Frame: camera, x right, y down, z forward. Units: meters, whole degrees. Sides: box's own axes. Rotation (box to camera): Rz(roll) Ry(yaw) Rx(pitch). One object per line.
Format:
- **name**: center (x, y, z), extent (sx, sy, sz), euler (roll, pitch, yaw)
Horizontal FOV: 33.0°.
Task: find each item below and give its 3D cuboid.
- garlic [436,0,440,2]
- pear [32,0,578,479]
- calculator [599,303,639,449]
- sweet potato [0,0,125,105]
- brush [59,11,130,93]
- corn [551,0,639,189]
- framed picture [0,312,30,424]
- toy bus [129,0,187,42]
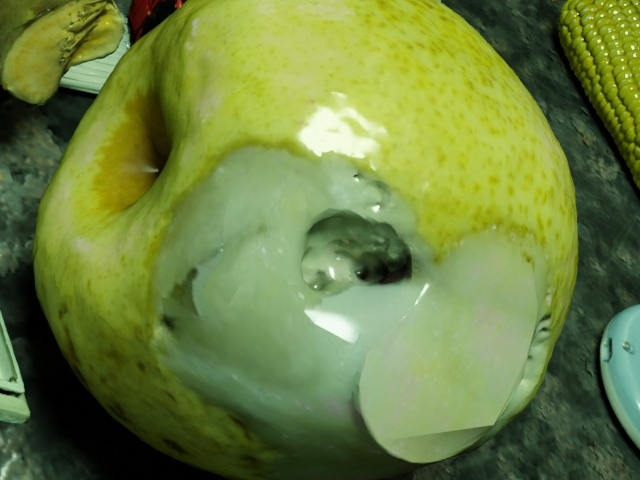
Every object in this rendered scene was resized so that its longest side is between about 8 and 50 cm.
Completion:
- **garlic**: center (0.073, -0.258, 0.964), extent (0.066, 0.084, 0.152), euler (40, 50, -51)
- **pear**: center (0.000, 0.000, 0.542), extent (0.271, 0.271, 0.271), euler (22, 44, -22)
- **calculator**: center (0.341, 0.152, 0.835), extent (0.303, 0.042, 0.188), euler (27, 41, -12)
- **sweet potato**: center (-0.161, -0.179, 0.665), extent (0.285, 0.112, 0.085), euler (-87, 161, -51)
- **brush**: center (-0.256, -0.139, 0.646), extent (0.314, 0.017, 0.090), euler (7, 48, -34)
- **corn**: center (0.316, -0.132, 1.027), extent (0.101, 0.101, 0.310), euler (4, 50, -36)
- **framed picture**: center (-0.240, -0.045, 0.472), extent (0.217, 0.017, 0.274), euler (27, 23, -47)
- **toy bus**: center (-0.034, -0.144, 0.777), extent (0.195, 0.081, 0.089), euler (6, 61, -35)
